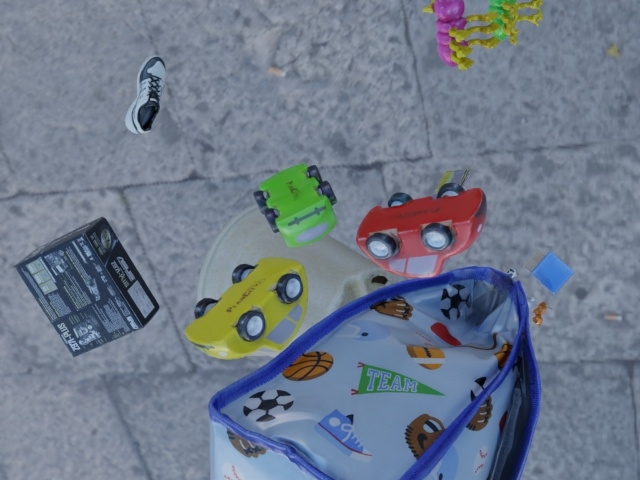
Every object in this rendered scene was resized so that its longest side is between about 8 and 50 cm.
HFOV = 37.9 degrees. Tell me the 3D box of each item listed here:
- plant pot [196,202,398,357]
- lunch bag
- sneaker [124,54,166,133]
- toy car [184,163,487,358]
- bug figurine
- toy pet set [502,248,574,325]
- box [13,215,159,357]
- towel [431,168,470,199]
[{"bbox_3d":[-0.016,0.118,1.816,0.305,0.334,0.334,21,135,42],"label":"plant pot"},{"bbox_3d":[0.084,0.236,0.988,0.239,0.385,0.328,26,127,27],"label":"lunch bag"},{"bbox_3d":[-0.173,-0.148,0.960,0.032,0.037,0.083,12,97,-36],"label":"sneaker"},{"bbox_3d":[0.000,0.000,0.749,0.239,0.225,0.053,-26,118,-2],"label":"toy car"},{"bbox_3d":[0.184,-0.319,1.086,0.072,0.279,0.216,15,125,35],"label":"bug figurine"},{"bbox_3d":[0.311,0.077,1.337,0.122,0.065,0.114,38,96,-32],"label":"toy pet set"},{"bbox_3d":[-0.371,0.076,1.494,0.147,0.077,0.180,-24,105,21],"label":"box"},{"bbox_3d":[0.156,-0.056,1.193,0.009,0.083,0.060,38,168,-21],"label":"towel"}]
